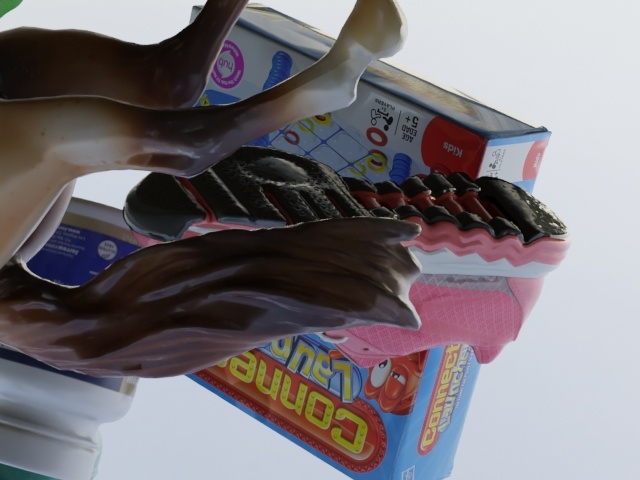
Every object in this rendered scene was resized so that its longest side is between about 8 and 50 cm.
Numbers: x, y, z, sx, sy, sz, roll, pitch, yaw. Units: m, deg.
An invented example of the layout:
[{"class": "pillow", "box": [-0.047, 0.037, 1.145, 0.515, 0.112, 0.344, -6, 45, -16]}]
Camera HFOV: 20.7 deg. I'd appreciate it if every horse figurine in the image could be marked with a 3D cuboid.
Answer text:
[{"class": "horse figurine", "box": [-0.085, -0.068, 0.401, 0.174, 0.263, 0.066, -33, 176, 18]}]

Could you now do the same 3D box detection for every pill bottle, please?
[{"class": "pill bottle", "box": [-0.176, 0.069, 1.222, 0.112, 0.186, 0.112, 15, 172, 2]}]

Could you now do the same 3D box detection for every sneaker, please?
[{"class": "sneaker", "box": [0.017, 0.027, 1.169, 0.314, 0.136, 0.116, 6, -155, -22]}]

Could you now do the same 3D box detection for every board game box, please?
[{"class": "board game box", "box": [0.000, 0.000, 1.403, 0.308, 0.301, 0.086, 27, -157, 34]}]

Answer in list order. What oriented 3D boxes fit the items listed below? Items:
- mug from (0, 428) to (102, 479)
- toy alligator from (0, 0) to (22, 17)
[{"class": "mug", "box": [-0.254, 0.194, 1.462, 0.158, 0.097, 0.129, -45, 179, -36]}, {"class": "toy alligator", "box": [-0.141, -0.067, 0.613, 0.190, 0.051, 0.056, -29, -153, -15]}]
